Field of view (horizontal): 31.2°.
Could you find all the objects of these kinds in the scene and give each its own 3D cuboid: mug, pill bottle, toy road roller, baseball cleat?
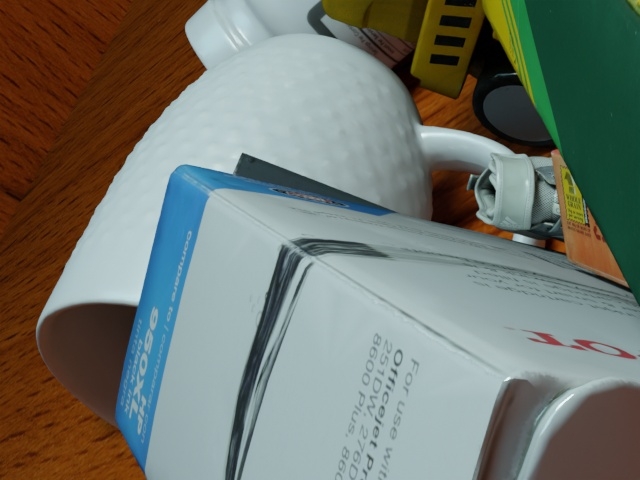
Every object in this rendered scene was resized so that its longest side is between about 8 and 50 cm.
[{"bbox_3d":[0.000,0.000,0.948,0.374,0.276,0.328,3,53,27],"label":"mug"},{"bbox_3d":[0.040,-0.292,1.241,0.363,0.210,0.210,-39,26,14],"label":"pill bottle"},{"bbox_3d":[0.135,-0.245,0.906,0.329,0.240,0.203,100,-169,-61],"label":"toy road roller"},{"bbox_3d":[0.168,-0.014,0.701,0.206,0.109,0.072,12,99,59],"label":"baseball cleat"}]

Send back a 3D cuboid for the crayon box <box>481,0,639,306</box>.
[{"bbox_3d":[0.269,-0.103,0.461,0.362,0.106,0.313,-6,31,0],"label":"crayon box"}]

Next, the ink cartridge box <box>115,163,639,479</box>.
[{"bbox_3d":[0.089,0.097,0.530,0.395,0.285,0.166,-150,74,-67],"label":"ink cartridge box"}]

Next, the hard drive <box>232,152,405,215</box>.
[{"bbox_3d":[-0.008,0.003,0.797,0.022,0.135,0.094,114,177,-61],"label":"hard drive"}]

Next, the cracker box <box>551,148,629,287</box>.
[{"bbox_3d":[0.252,-0.034,0.549,0.232,0.067,0.155,-16,17,-16],"label":"cracker box"}]
